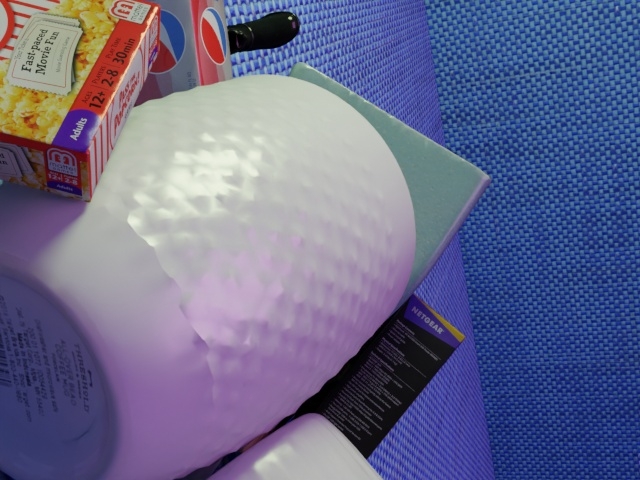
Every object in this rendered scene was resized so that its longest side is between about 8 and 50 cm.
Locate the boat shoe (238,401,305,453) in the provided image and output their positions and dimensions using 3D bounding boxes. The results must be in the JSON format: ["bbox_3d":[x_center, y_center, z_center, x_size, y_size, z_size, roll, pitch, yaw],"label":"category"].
[{"bbox_3d":[-0.073,0.184,0.952,0.092,0.103,0.285,42,3,10],"label":"boat shoe"}]

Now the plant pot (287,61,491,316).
[{"bbox_3d":[0.000,0.000,0.914,0.252,0.247,0.247,-60,-177,-16],"label":"plant pot"}]

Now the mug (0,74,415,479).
[{"bbox_3d":[-0.118,0.075,0.633,0.328,0.276,0.374,-35,140,-56],"label":"mug"}]

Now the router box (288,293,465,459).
[{"bbox_3d":[0.053,0.186,0.995,0.243,0.081,0.309,-51,176,-4],"label":"router box"}]

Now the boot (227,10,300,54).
[{"bbox_3d":[-0.092,-0.257,0.993,0.099,0.121,0.045,-57,136,-70],"label":"boot"}]

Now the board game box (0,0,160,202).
[{"bbox_3d":[-0.213,-0.111,0.488,0.045,0.193,0.147,107,-5,-50],"label":"board game box"}]

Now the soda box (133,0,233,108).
[{"bbox_3d":[-0.157,-0.249,0.835,0.083,0.092,0.263,-18,102,-69],"label":"soda box"}]

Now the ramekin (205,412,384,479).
[{"bbox_3d":[-0.060,0.260,0.622,0.135,0.277,0.277,51,14,13],"label":"ramekin"}]
